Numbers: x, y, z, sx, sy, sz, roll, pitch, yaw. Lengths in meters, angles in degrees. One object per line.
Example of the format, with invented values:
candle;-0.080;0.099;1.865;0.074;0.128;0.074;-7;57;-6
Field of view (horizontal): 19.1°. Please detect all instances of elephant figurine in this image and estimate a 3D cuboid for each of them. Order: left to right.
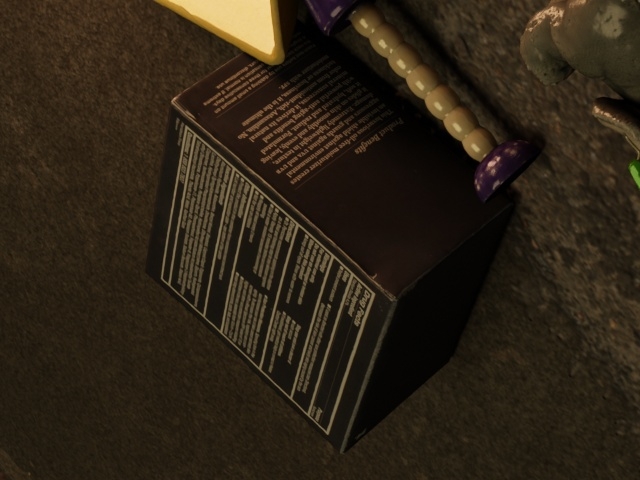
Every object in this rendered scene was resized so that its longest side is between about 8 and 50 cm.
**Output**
elephant figurine;0.281;-0.112;1.428;0.169;0.186;0.239;-34;94;42

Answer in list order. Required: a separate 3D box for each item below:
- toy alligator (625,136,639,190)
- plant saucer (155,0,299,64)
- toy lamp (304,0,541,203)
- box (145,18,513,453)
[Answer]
toy alligator;0.293;-0.038;1.583;0.051;0.056;0.189;-20;102;11
plant saucer;-0.134;-0.369;1.764;0.333;0.081;0.332;32;142;36
toy lamp;0.081;-0.157;1.708;0.274;0.080;0.080;47;148;7
box;0.000;0.000;1.865;0.294;0.183;0.296;43;149;18
